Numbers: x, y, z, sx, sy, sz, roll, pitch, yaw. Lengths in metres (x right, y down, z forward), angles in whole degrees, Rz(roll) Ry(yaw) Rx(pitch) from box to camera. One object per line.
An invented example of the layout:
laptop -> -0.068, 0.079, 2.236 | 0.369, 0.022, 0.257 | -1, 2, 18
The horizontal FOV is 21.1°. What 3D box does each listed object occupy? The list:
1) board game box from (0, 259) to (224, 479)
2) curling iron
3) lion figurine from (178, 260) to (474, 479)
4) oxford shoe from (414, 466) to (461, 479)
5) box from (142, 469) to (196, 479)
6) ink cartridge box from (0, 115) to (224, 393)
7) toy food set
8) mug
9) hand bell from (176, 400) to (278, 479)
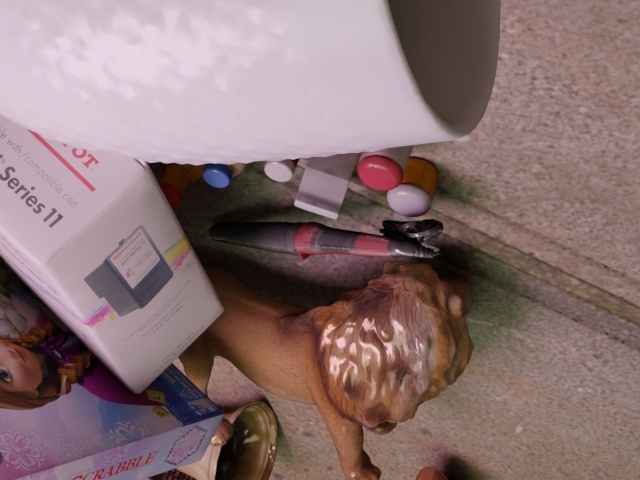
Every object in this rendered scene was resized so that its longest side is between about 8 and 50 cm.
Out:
board game box -> -0.299, 0.106, 1.521 | 0.319, 0.318, 0.066 | 41, 119, 24
curling iron -> 0.000, 0.000, 1.527 | 0.274, 0.035, 0.068 | 0, -178, 42
lion figurine -> -0.040, 0.098, 1.635 | 0.392, 0.142, 0.240 | 9, 136, 20
oxford shoe -> 0.147, 0.301, 1.884 | 0.076, 0.076, 0.212 | 2, 157, 18
box -> -0.210, 0.343, 2.006 | 0.167, 0.168, 0.203 | 35, 141, -22
ink cartridge box -> -0.219, -0.034, 1.417 | 0.207, 0.119, 0.353 | 41, 167, 25
toy food set -> -0.017, -0.060, 1.438 | 0.232, 0.104, 0.111 | 19, 145, 0
mug -> -0.087, -0.230, 1.112 | 0.328, 0.276, 0.374 | -5, 110, 21
hand bell -> -0.182, 0.210, 1.895 | 0.242, 0.126, 0.126 | 13, 146, 28
